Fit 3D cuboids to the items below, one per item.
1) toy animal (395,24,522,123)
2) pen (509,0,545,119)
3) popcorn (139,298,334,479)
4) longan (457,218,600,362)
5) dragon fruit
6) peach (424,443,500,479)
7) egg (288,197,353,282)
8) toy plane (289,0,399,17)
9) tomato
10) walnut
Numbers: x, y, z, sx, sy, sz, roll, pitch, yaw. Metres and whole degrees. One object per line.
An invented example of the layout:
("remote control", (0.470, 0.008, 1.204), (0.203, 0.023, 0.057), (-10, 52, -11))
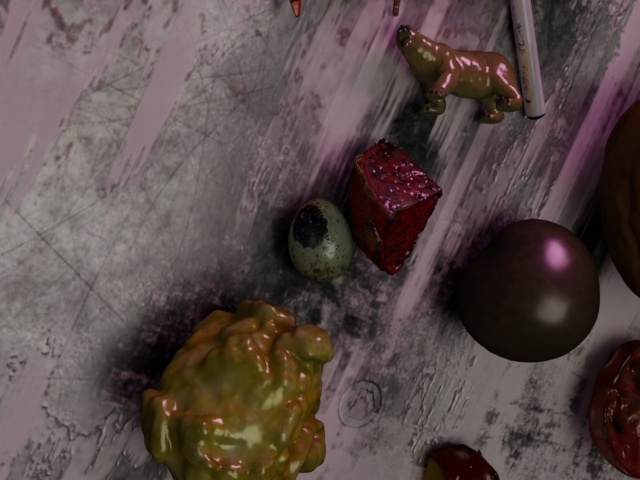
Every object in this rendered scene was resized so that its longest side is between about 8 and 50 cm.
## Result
("toy animal", (0.182, -0.222, 1.421), (0.219, 0.103, 0.101), (3, 84, -30))
("pen", (0.284, -0.299, 1.485), (0.033, 0.033, 0.269), (-24, 117, -23))
("popcorn", (-0.089, 0.204, 1.296), (0.235, 0.242, 0.250), (38, 74, -8))
("longan", (0.301, 0.075, 1.517), (0.198, 0.198, 0.212), (49, 58, -32))
("dragon fruit", (0.070, -0.033, 1.385), (0.121, 0.127, 0.161), (-19, 140, -42))
("peach", (0.207, 0.397, 1.612), (0.127, 0.092, 0.172), (31, 86, -37))
("egg", (0.000, 0.000, 1.369), (0.085, 0.085, 0.110), (-9, 106, -29))
("toy plane", (0.048, -0.325, 1.311), (0.194, 0.077, 0.126), (-43, 119, -4))
("tomato", (0.522, 0.271, 1.765), (0.228, 0.101, 0.227), (-5, 99, -32))
("walnut", (0.588, -0.054, 1.553), (0.308, 0.354, 0.397), (-49, 131, -40))
